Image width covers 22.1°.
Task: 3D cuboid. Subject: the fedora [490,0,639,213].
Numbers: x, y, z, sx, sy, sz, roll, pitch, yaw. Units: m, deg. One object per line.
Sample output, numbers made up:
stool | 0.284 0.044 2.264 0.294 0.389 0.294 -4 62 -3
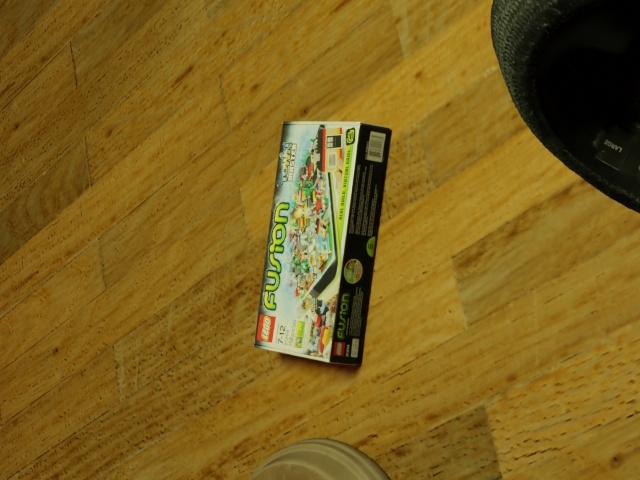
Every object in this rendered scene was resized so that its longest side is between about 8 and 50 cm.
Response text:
fedora | 0.273 -0.127 0.990 0.334 0.334 0.152 -5 49 51

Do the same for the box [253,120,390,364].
box | 0.000 0.000 1.441 0.114 0.036 0.207 5 87 52

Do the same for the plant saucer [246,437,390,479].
plant saucer | -0.015 0.308 1.402 0.278 0.041 0.278 -11 76 50
